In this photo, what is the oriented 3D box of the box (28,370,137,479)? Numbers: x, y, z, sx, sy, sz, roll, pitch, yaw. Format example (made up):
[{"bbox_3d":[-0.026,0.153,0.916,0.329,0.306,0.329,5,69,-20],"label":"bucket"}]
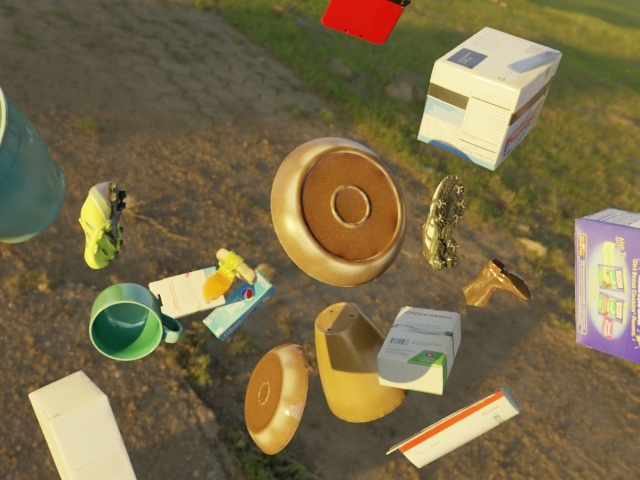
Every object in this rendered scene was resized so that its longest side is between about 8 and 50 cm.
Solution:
[{"bbox_3d":[-0.371,0.313,1.181,0.091,0.171,0.130,-23,23,-29],"label":"box"}]

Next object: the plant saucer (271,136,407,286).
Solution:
[{"bbox_3d":[0.052,-0.065,1.510,0.310,0.311,0.050,10,-15,-24],"label":"plant saucer"}]

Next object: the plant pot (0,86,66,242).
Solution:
[{"bbox_3d":[-0.583,-0.118,1.293,0.271,0.272,0.255,33,-9,23],"label":"plant pot"}]

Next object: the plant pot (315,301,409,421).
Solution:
[{"bbox_3d":[0.086,0.288,1.929,0.237,0.254,0.237,-17,31,11],"label":"plant pot"}]

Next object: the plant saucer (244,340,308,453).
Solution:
[{"bbox_3d":[-0.086,0.270,1.323,0.036,0.199,0.199,20,24,-26],"label":"plant saucer"}]

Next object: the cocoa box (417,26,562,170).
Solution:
[{"bbox_3d":[0.442,-0.378,1.972,0.231,0.228,0.347,26,39,20],"label":"cocoa box"}]

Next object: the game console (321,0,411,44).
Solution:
[{"bbox_3d":[0.071,-0.415,1.257,0.144,0.085,0.124,7,68,-39],"label":"game console"}]

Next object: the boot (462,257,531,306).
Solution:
[{"bbox_3d":[0.337,0.104,1.459,0.037,0.114,0.106,-23,65,-45],"label":"boot"}]

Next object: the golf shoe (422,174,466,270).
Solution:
[{"bbox_3d":[0.241,-0.041,1.544,0.077,0.198,0.094,1,15,-23],"label":"golf shoe"}]

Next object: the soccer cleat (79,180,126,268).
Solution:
[{"bbox_3d":[-0.601,-0.037,2.039,0.121,0.093,0.289,-14,51,16],"label":"soccer cleat"}]

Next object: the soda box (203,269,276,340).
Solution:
[{"bbox_3d":[-0.224,0.183,2.119,0.067,0.210,0.071,45,-6,18],"label":"soda box"}]

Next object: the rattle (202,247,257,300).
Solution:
[{"bbox_3d":[-0.244,0.102,1.947,0.130,0.143,0.199,26,-10,-19],"label":"rattle"}]

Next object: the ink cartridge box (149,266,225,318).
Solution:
[{"bbox_3d":[-0.355,0.143,1.987,0.181,0.061,0.104,-14,81,-22],"label":"ink cartridge box"}]

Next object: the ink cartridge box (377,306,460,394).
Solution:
[{"bbox_3d":[0.235,0.252,1.764,0.153,0.087,0.208,6,31,22],"label":"ink cartridge box"}]

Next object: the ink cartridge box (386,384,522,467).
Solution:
[{"bbox_3d":[0.355,0.487,1.938,0.091,0.308,0.385,61,12,15],"label":"ink cartridge box"}]

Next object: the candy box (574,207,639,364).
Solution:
[{"bbox_3d":[0.631,0.099,1.374,0.122,0.268,0.317,-18,21,-31],"label":"candy box"}]

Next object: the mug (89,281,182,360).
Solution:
[{"bbox_3d":[-0.353,0.152,1.413,0.158,0.129,0.097,50,7,-29],"label":"mug"}]
